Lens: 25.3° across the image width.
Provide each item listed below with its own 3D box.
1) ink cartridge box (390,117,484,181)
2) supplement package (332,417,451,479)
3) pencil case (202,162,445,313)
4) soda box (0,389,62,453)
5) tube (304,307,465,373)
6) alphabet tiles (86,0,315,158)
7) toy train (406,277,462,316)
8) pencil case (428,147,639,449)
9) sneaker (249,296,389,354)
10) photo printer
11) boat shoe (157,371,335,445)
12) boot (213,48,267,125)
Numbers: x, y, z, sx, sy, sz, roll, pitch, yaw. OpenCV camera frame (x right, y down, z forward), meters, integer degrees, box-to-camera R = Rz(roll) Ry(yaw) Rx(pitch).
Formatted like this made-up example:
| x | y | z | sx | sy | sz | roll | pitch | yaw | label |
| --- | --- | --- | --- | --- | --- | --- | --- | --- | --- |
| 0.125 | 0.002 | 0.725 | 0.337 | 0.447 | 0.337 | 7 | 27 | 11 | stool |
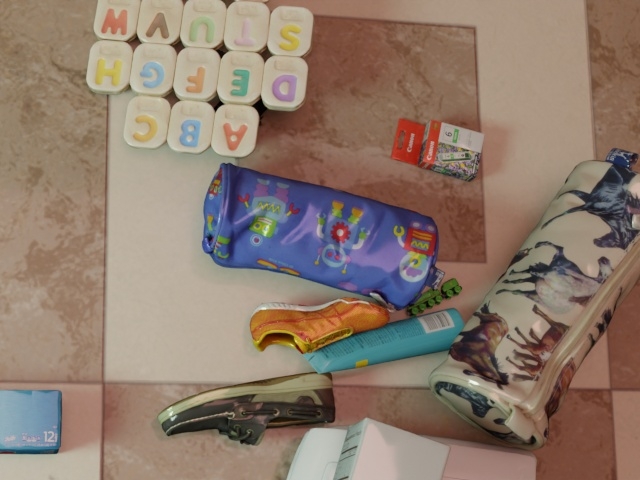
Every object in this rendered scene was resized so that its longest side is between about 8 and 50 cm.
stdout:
| x | y | z | sx | sy | sz | roll | pitch | yaw | label |
| --- | --- | --- | --- | --- | --- | --- | --- | --- | --- |
| 0.157 | -0.125 | 1.899 | 0.115 | 0.029 | 0.063 | 15 | 74 | -9 | ink cartridge box |
| 0.065 | 0.306 | 1.621 | 0.105 | 0.105 | 0.179 | 20 | 73 | -6 | supplement package |
| 0.000 | 0.000 | 1.787 | 0.306 | 0.119 | 0.133 | 15 | 76 | -9 | pencil case |
| -0.410 | 0.212 | 1.668 | 0.210 | 0.067 | 0.071 | 2 | 76 | -13 | soda box |
| 0.081 | 0.130 | 1.803 | 0.207 | 0.080 | 0.052 | -10 | 106 | -17 | tube |
| -0.153 | -0.245 | 1.823 | 0.284 | 0.021 | 0.278 | 6 | 75 | 4 | alphabet tiles |
| 0.146 | 0.074 | 1.856 | 0.083 | 0.017 | 0.024 | -25 | 74 | -17 | toy train |
| 0.302 | 0.077 | 1.788 | 0.160 | 0.183 | 0.410 | 45 | 66 | -15 | pencil case |
| 0.000 | 0.112 | 1.778 | 0.175 | 0.064 | 0.067 | -7 | 59 | 4 | sneaker |
| 0.100 | 0.361 | 1.728 | 0.307 | 0.107 | 0.256 | 8 | 75 | -10 | photo printer |
| -0.084 | 0.213 | 1.737 | 0.223 | 0.080 | 0.073 | -11 | 74 | -20 | boat shoe |
| -0.123 | -0.180 | 1.843 | 0.121 | 0.045 | 0.099 | 35 | 77 | -2 | boot |
